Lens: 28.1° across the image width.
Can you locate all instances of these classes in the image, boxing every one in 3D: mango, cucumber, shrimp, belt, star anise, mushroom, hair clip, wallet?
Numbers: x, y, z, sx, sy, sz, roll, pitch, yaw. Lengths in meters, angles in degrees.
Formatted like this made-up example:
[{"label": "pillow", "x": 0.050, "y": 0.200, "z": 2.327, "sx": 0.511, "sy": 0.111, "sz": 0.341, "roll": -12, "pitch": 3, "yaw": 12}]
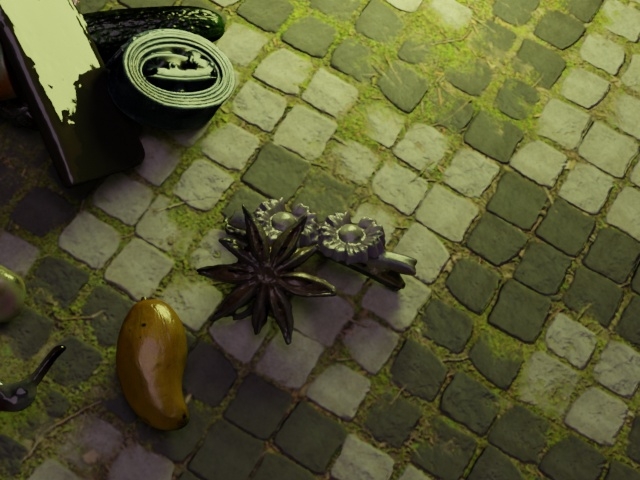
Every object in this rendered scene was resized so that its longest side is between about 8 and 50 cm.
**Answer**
[{"label": "mango", "x": -0.226, "y": 0.166, "z": 1.726, "sx": 0.098, "sy": 0.075, "sz": 0.190, "roll": -7, "pitch": 71, "yaw": -6}, {"label": "cucumber", "x": -0.265, "y": -0.323, "z": 1.968, "sx": 0.241, "sy": 0.074, "sz": 0.074, "roll": -10, "pitch": 65, "yaw": -15}, {"label": "shrimp", "x": -0.429, "y": -0.196, "z": 1.885, "sx": 0.165, "sy": 0.057, "sz": 0.065, "roll": 26, "pitch": 53, "yaw": 7}, {"label": "belt", "x": -0.226, "y": -0.238, "z": 1.901, "sx": 0.190, "sy": 0.082, "sz": 0.141, "roll": -5, "pitch": 67, "yaw": -35}, {"label": "star anise", "x": -0.069, "y": 0.044, "z": 1.782, "sx": 0.195, "sy": 0.065, "sz": 0.182, "roll": 18, "pitch": 95, "yaw": 4}, {"label": "mushroom", "x": -0.443, "y": 0.073, "z": 1.743, "sx": 0.083, "sy": 0.067, "sz": 0.084, "roll": -1, "pitch": 99, "yaw": -7}, {"label": "hair clip", "x": 0.000, "y": 0.000, "z": 1.851, "sx": 0.292, "sy": 0.085, "sz": 0.106, "roll": 16, "pitch": 44, "yaw": 5}, {"label": "wallet", "x": -0.371, "y": -0.230, "z": 1.842, "sx": 0.165, "sy": 0.042, "sz": 0.310, "roll": -25, "pitch": 90, "yaw": -54}]

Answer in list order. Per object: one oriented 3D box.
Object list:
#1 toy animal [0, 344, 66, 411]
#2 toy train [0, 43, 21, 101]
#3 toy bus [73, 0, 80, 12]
[{"label": "toy animal", "x": -0.512, "y": 0.197, "z": 1.651, "sx": 0.324, "sy": 0.090, "sz": 0.195, "roll": 9, "pitch": 68, "yaw": 0}, {"label": "toy train", "x": -0.563, "y": -0.249, "z": 1.844, "sx": 0.285, "sy": 0.116, "sz": 0.177, "roll": -13, "pitch": 70, "yaw": -1}, {"label": "toy bus", "x": -0.505, "y": -0.381, "z": 1.952, "sx": 0.273, "sy": 0.090, "sz": 0.112, "roll": -3, "pitch": 70, "yaw": -9}]
